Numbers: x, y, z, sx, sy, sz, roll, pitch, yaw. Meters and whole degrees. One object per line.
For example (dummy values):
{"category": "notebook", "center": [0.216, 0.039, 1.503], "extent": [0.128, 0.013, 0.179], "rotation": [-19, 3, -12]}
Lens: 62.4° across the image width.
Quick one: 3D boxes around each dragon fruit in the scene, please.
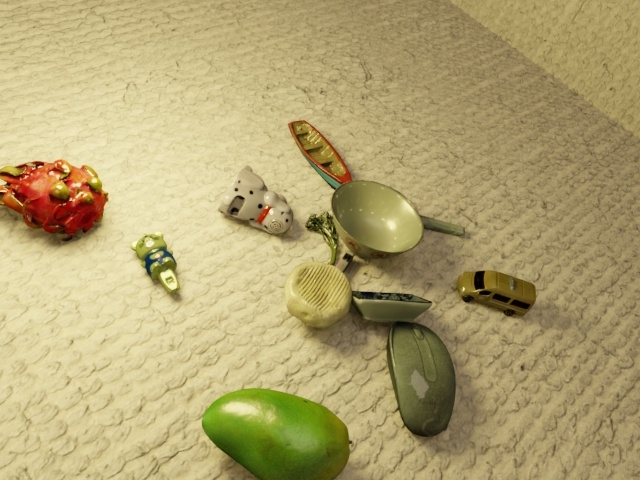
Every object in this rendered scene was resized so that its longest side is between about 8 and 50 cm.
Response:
{"category": "dragon fruit", "center": [-0.802, -0.132, 1.574], "extent": [0.307, 0.228, 0.243], "rotation": [-19, 57, -25]}

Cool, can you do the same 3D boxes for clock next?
{"category": "clock", "center": [-0.197, -0.117, 1.795], "extent": [0.253, 0.189, 0.189], "rotation": [29, 50, -11]}

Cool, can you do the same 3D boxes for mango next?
{"category": "mango", "center": [-0.111, 0.494, 1.328], "extent": [0.381, 0.201, 0.226], "rotation": [17, 61, -1]}

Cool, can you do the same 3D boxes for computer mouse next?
{"category": "computer mouse", "center": [0.304, 0.391, 1.585], "extent": [0.203, 0.114, 0.374], "rotation": [5, 52, -13]}

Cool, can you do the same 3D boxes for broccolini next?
{"category": "broccolini", "center": [0.001, 0.007, 1.826], "extent": [0.123, 0.062, 0.272], "rotation": [5, 55, -1]}

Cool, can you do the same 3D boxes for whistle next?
{"category": "whistle", "center": [-0.493, 0.065, 1.608], "extent": [0.105, 0.085, 0.227], "rotation": [-26, 65, -21]}

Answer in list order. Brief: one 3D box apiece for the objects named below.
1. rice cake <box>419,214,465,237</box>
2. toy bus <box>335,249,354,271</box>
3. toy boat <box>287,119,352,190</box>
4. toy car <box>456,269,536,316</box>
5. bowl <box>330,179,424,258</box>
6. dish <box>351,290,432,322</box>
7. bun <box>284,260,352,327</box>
{"category": "rice cake", "center": [0.456, -0.056, 2.018], "extent": [0.210, 0.034, 0.043], "rotation": [13, 55, -7]}
{"category": "toy bus", "center": [0.072, 0.087, 1.783], "extent": [0.036, 0.052, 0.131], "rotation": [29, 51, 9]}
{"category": "toy boat", "center": [0.001, -0.324, 2.054], "extent": [0.136, 0.079, 0.392], "rotation": [-20, 61, -31]}
{"category": "toy car", "center": [0.611, 0.171, 1.836], "extent": [0.256, 0.124, 0.101], "rotation": [18, 50, -4]}
{"category": "bowl", "center": [0.172, -0.042, 1.834], "extent": [0.336, 0.158, 0.337], "rotation": [12, 46, -13]}
{"category": "dish", "center": [0.211, 0.214, 1.691], "extent": [0.243, 0.182, 0.080], "rotation": [3, 92, -13]}
{"category": "bun", "center": [-0.015, 0.174, 1.639], "extent": [0.230, 0.133, 0.231], "rotation": [12, 51, -15]}
